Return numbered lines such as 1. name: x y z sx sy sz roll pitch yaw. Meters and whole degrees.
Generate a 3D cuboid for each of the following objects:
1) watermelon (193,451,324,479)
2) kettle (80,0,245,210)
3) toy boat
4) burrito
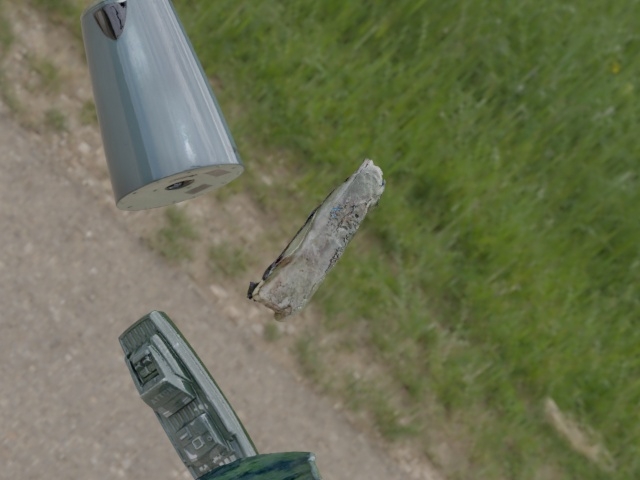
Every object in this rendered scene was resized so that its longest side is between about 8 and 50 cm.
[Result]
1. watermelon: -0.066 0.326 1.172 0.292 0.283 0.250 39 8 -46
2. kettle: -0.191 -0.173 1.551 0.210 0.160 0.243 9 63 -70
3. toy boat: -0.133 0.197 1.364 0.260 0.078 0.085 57 22 10
4. burrito: 0.001 0.000 1.138 0.171 0.042 0.051 -54 130 -23
